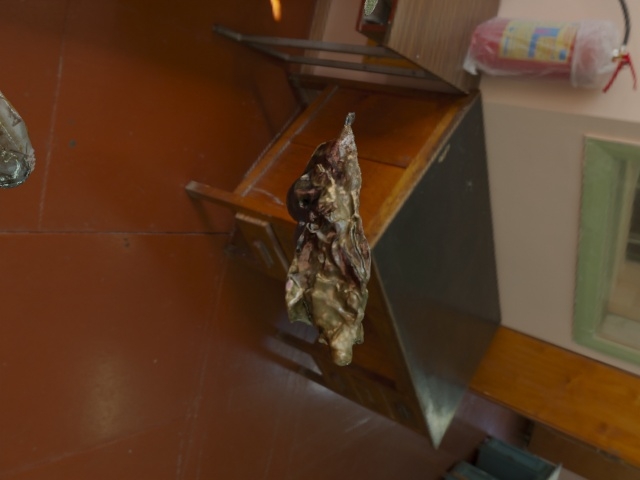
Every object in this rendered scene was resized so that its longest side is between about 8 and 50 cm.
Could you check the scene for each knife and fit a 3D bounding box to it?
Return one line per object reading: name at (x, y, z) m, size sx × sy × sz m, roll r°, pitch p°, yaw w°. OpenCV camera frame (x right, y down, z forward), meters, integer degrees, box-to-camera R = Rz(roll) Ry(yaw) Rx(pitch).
knife at (0.091, -0.407, 0.928) m, size 0.010 × 0.023 × 0.170 m, roll 123°, pitch -12°, yaw -53°

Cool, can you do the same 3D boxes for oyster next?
oyster at (0.001, 0.011, 0.761) m, size 0.221 × 0.096 × 0.361 m, roll 94°, pitch -6°, yaw -57°

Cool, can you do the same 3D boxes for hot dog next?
hot dog at (-0.665, -0.219, 1.142) m, size 0.144 × 0.075 × 0.268 m, roll -25°, pitch 133°, yaw -17°
